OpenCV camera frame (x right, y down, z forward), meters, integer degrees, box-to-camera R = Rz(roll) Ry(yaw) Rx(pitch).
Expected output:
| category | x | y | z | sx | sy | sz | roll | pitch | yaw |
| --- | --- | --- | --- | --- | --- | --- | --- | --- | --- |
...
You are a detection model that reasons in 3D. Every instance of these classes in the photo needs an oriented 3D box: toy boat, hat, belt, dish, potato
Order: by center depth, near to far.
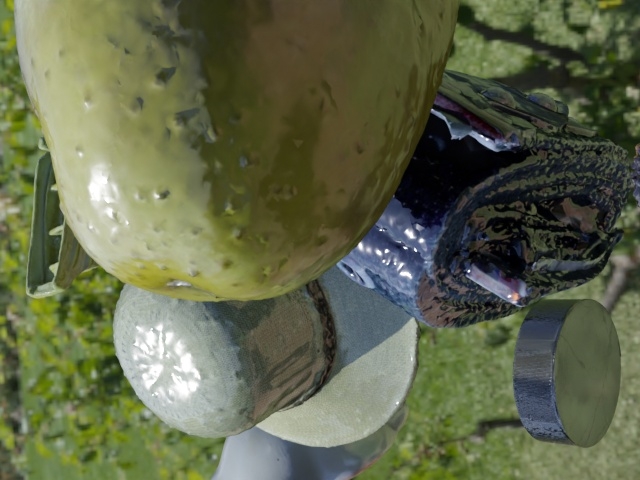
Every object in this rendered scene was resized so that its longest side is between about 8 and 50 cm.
| category | x | y | z | sx | sy | sz | roll | pitch | yaw |
| --- | --- | --- | --- | --- | --- | --- | --- | --- | --- |
| potato | -0.029 | -0.095 | 0.397 | 0.143 | 0.169 | 0.248 | -26 | 49 | 50 |
| belt | 0.089 | -0.017 | 0.557 | 0.128 | 0.218 | 0.122 | 34 | 110 | 27 |
| hat | -0.068 | 0.062 | 0.762 | 0.257 | 0.130 | 0.257 | 16 | 119 | 31 |
| dish | -0.024 | 0.192 | 1.154 | 0.081 | 0.229 | 0.229 | 69 | 165 | -13 |
| toy boat | -0.331 | -0.061 | 1.420 | 0.111 | 0.084 | 0.276 | -16 | 70 | 48 |

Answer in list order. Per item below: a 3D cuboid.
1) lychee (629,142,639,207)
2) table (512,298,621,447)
| category | x | y | z | sx | sy | sz | roll | pitch | yaw |
| --- | --- | --- | --- | --- | --- | --- | --- | --- | --- |
| lychee | 0.485 | -0.064 | 1.211 | 0.267 | 0.267 | 0.267 | 174 | 90 | -71 |
| table | 0.226 | 0.120 | 0.980 | 0.043 | 0.133 | 0.133 | -1 | 95 | 40 |
